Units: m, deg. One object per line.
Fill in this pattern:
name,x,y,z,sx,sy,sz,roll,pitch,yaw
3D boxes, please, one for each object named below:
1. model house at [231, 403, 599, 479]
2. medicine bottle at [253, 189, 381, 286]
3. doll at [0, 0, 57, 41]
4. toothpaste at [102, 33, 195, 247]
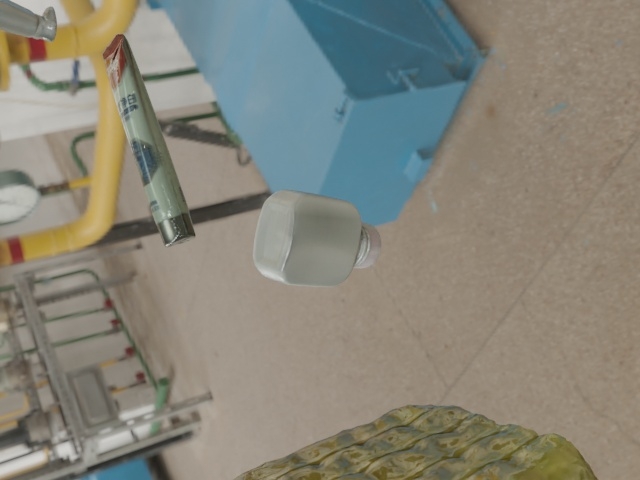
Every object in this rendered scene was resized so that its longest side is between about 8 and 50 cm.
model house,-0.002,0.168,0.384,0.160,0.196,0.254,63,148,16
medicine bottle,0.000,0.000,1.207,0.069,0.183,0.119,13,94,42
doll,-0.259,-0.163,0.521,0.114,0.228,0.057,-40,56,57
toothpaste,-0.192,-0.109,1.015,0.062,0.039,0.239,-27,80,54
